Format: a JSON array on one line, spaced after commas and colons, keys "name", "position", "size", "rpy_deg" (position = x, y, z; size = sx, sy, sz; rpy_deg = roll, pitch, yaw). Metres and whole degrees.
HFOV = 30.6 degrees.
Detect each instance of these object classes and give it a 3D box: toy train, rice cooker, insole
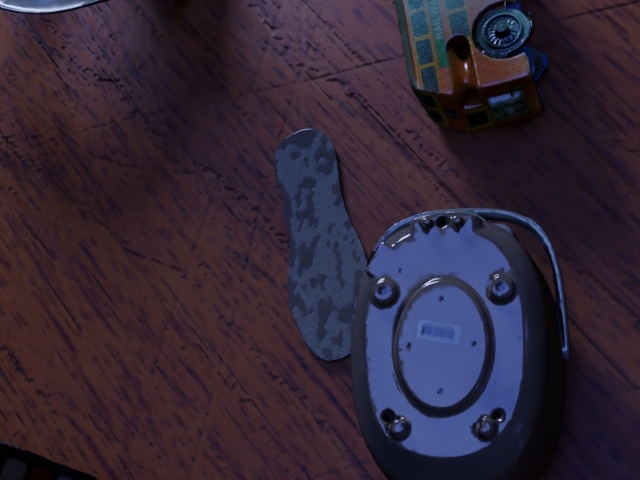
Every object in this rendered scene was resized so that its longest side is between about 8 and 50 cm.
[{"name": "toy train", "position": [0.113, -0.174, 0.898], "size": [0.099, 0.072, 0.188], "rpy_deg": [-16, 66, 17]}, {"name": "rice cooker", "position": [0.091, 0.075, 0.776], "size": [0.145, 0.127, 0.206], "rpy_deg": [-2, 77, 16]}, {"name": "insole", "position": [0.000, 0.000, 0.898], "size": [0.065, 0.006, 0.193], "rpy_deg": [-16, 65, 11]}]

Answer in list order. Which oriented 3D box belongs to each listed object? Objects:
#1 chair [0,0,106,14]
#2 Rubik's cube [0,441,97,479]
[{"name": "chair", "position": [-0.185, -0.326, 0.988], "size": [0.203, 0.190, 0.275], "rpy_deg": [32, 109, 25]}, {"name": "Rubik's cube", "position": [-0.288, 0.217, 0.802], "size": [0.187, 0.184, 0.182], "rpy_deg": [10, 72, 19]}]
